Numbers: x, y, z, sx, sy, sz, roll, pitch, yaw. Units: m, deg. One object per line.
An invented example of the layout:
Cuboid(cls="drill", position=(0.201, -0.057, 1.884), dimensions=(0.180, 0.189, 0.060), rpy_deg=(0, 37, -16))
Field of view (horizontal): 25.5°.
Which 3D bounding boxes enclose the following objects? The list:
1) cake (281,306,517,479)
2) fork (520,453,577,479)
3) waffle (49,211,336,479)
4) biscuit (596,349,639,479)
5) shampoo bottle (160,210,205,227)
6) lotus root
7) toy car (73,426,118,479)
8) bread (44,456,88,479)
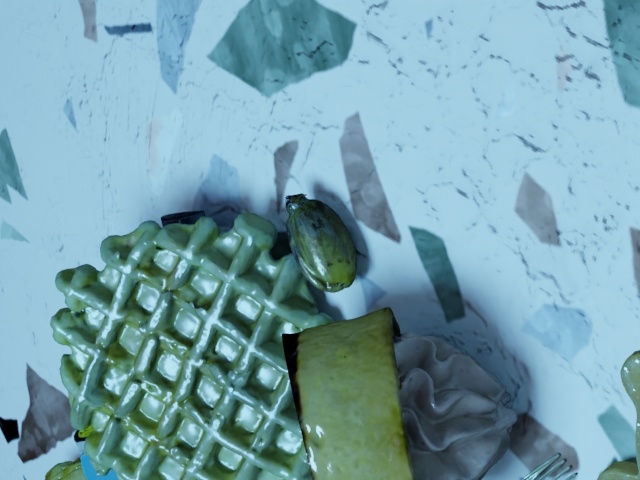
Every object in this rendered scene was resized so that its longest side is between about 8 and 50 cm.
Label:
Cuboid(cls="cake", position=(0.071, 0.146, 1.189), dimensions=(0.207, 0.178, 0.185), rpy_deg=(-111, 6, -64))
Cuboid(cls="fork", position=(0.152, 0.260, 1.229), dimensions=(0.034, 0.028, 0.219), rpy_deg=(46, 132, 19))
Cuboid(cls="waffle", position=(-0.115, 0.128, 1.352), dimensions=(0.292, 0.056, 0.309), rpy_deg=(-12, 96, 20))
Cuboid(cls="biscuit", position=(0.280, 0.195, 1.074), dimensions=(0.153, 0.030, 0.234), rpy_deg=(17, 116, 42))
Cuboid(cls="shampoo bottle", position=(-0.116, 0.076, 1.406), dimensions=(0.072, 0.072, 0.214), rpy_deg=(-3, 101, 46))
Cuboid(cls="lotus root", position=(0.000, 0.000, 1.274), dimensions=(0.099, 0.049, 0.054), rpy_deg=(62, 145, 8))
Cuboid(cls="toy car", position=(-0.173, 0.213, 1.516), dimensions=(0.161, 0.098, 0.126), rpy_deg=(-25, 115, 20))
Cuboid(cls="bread", position=(-0.229, 0.426, 1.646), dimensions=(0.077, 0.084, 0.367), rpy_deg=(83, 165, -85))
